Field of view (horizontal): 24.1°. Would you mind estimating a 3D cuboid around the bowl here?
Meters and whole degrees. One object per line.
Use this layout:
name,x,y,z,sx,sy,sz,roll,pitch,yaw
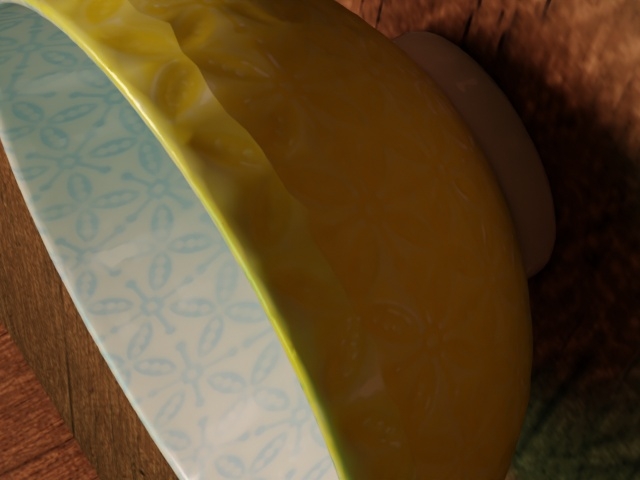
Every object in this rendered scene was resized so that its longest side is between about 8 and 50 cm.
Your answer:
bowl,0.000,0.000,0.603,0.289,0.156,0.289,50,158,29
